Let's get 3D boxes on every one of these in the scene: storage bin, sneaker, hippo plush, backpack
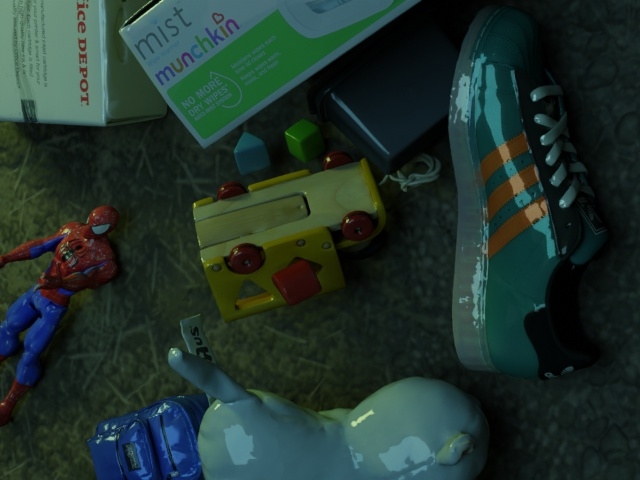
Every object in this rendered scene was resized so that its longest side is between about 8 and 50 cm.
[{"bbox_3d":[0.069,-0.122,1.166,0.135,0.098,0.091,-38,78,-7],"label":"storage bin"},{"bbox_3d":[0.177,-0.038,1.099,0.121,0.108,0.302,3,99,32],"label":"sneaker"},{"bbox_3d":[0.025,0.185,1.163,0.236,0.234,0.294,-10,100,2],"label":"hippo plush"},{"bbox_3d":[-0.152,0.203,1.304,0.120,0.101,0.098,-20,85,27],"label":"backpack"}]

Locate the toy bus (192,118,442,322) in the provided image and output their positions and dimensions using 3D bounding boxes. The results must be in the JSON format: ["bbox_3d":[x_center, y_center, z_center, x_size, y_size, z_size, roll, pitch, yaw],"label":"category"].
[{"bbox_3d":[-0.012,0.000,1.213,0.202,0.191,0.104,19,142,32],"label":"toy bus"}]

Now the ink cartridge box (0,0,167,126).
[{"bbox_3d":[-0.274,-0.207,1.375,0.237,0.100,0.172,6,102,32],"label":"ink cartridge box"}]

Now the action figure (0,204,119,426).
[{"bbox_3d":[-0.305,0.071,1.386,0.091,0.139,0.280,47,110,23],"label":"action figure"}]

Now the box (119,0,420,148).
[{"bbox_3d":[0.003,-0.221,1.116,0.262,0.231,0.127,-31,100,27],"label":"box"}]
